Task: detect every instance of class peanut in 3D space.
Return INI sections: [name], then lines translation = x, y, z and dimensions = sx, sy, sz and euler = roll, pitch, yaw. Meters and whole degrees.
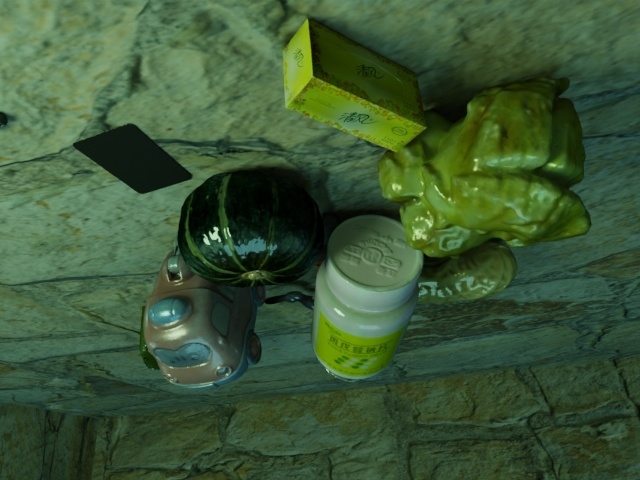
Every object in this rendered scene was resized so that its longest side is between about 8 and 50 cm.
[peanut]
translation = 0.295, 0.078, 1.126
dimensions = 0.306, 0.146, 0.147
euler = -14, 152, 27

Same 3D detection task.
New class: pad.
[pad]
translation = -0.293, -0.124, 0.768
dimensions = 0.112, 0.003, 0.157
euler = -13, 151, 17

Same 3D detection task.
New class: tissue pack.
[tissue pack]
translation = 0.044, -0.188, 0.598
dimensions = 0.176, 0.095, 0.062
euler = 15, 148, -32

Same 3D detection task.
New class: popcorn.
[popcorn]
translation = 0.229, -0.094, 0.674
dimensions = 0.277, 0.225, 0.276
euler = -3, 165, -1

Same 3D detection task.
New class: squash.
[squash]
translation = -0.119, -0.012, 0.840
dimensions = 0.252, 0.165, 0.252
euler = -5, 156, -2

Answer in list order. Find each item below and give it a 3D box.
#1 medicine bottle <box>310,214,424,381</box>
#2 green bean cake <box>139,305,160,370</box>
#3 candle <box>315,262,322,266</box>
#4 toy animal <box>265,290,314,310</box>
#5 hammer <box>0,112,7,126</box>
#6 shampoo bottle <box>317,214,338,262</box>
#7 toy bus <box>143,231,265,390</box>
[medicine bottle]
translation = 0.091, 0.134, 1.040
dimensions = 0.214, 0.213, 0.378
euler = -2, 142, -5
[green bean cake]
translation = -0.366, 0.267, 1.349
dimensions = 0.250, 0.156, 0.247
euler = 1, 151, -11
[candle]
translation = 0.026, 0.041, 1.121
dimensions = 0.167, 0.021, 0.026
euler = -22, 147, 29
[toy animal]
translation = 0.038, 0.170, 1.296
dimensions = 0.324, 0.090, 0.195
euler = 14, 147, -36
[hammer]
translation = -0.501, -0.186, 0.604
dimensions = 0.062, 0.017, 0.182
euler = -20, 147, 28
[shampoo bottle]
translation = 0.000, 0.000, 1.014
dimensions = 0.080, 0.040, 0.165
euler = -1, 154, -17
[toy bus]
translation = -0.250, 0.140, 0.991
dimensions = 0.197, 0.294, 0.231
euler = -10, 142, 16
